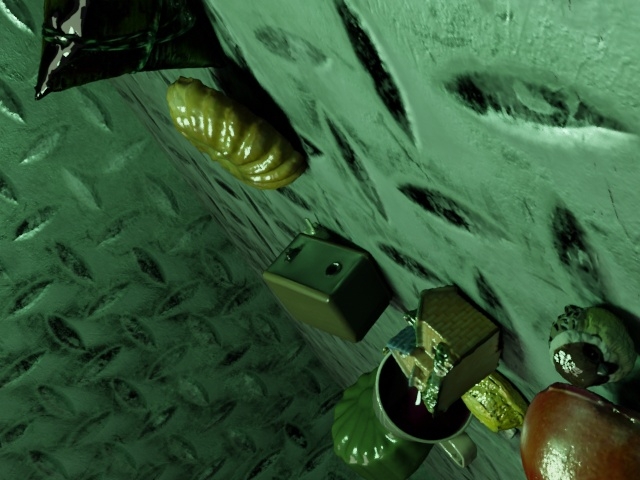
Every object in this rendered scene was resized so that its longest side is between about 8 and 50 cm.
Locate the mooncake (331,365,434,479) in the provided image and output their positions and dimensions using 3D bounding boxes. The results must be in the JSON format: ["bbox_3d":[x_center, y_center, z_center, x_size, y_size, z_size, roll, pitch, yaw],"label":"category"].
[{"bbox_3d":[0.189,0.557,2.185,0.187,0.351,0.351,43,174,-32],"label":"mooncake"}]

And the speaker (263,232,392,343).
[{"bbox_3d":[0.019,0.105,1.645,0.231,0.153,0.192,18,148,45],"label":"speaker"}]

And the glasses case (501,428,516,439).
[{"bbox_3d":[0.421,0.425,1.603,0.032,0.021,0.083,47,169,24],"label":"glasses case"}]

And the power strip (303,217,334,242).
[{"bbox_3d":[0.000,0.000,1.758,0.075,0.042,0.175,40,165,44],"label":"power strip"}]

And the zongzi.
[{"bbox_3d":[-0.317,-0.430,1.283,0.319,0.362,0.383,41,128,46],"label":"zongzi"}]

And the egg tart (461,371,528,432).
[{"bbox_3d":[0.342,0.320,1.442,0.191,0.074,0.191,48,167,15],"label":"egg tart"}]

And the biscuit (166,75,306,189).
[{"bbox_3d":[-0.182,-0.207,1.474,0.326,0.107,0.325,32,171,6],"label":"biscuit"}]

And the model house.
[{"bbox_3d":[0.209,0.175,1.268,0.172,0.167,0.182,47,157,30],"label":"model house"}]

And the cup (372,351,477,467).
[{"bbox_3d":[0.256,0.372,1.652,0.289,0.208,0.273,24,165,7],"label":"cup"}]

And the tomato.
[{"bbox_3d":[0.392,0.333,0.892,0.335,0.176,0.289,32,171,2],"label":"tomato"}]

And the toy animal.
[{"bbox_3d":[0.309,0.123,0.859,0.098,0.098,0.137,55,174,-25],"label":"toy animal"}]

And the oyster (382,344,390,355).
[{"bbox_3d":[0.192,0.312,1.993,0.083,0.081,0.038,-62,40,43],"label":"oyster"}]
